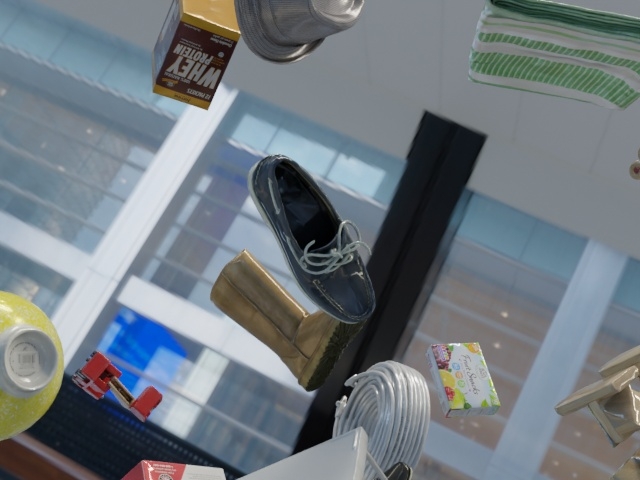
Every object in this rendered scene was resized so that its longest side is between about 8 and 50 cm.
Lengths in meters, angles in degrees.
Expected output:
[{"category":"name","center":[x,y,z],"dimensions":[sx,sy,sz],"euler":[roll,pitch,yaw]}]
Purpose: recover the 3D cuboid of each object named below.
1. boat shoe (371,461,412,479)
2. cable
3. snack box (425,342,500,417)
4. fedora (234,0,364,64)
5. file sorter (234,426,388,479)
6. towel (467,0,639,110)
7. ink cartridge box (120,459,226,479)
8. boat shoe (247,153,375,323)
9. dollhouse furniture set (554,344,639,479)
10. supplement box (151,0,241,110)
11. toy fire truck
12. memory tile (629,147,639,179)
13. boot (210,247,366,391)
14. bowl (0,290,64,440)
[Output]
[{"category":"boat shoe","center":[0.081,0.372,1.323],"dimensions":[0.042,0.133,0.049],"euler":[53,-14,-23]},{"category":"cable","center":[0.102,0.339,1.594],"dimensions":[0.089,0.257,0.257],"euler":[22,-32,-15]},{"category":"snack box","center":[0.263,0.258,1.683],"dimensions":[0.100,0.141,0.037],"euler":[0,-41,-17]},{"category":"fedora","center":[-0.013,-0.419,1.526],"dimensions":[0.124,0.275,0.243],"euler":[10,-68,32]},{"category":"file sorter","center":[-0.035,0.392,1.096],"dimensions":[0.278,0.193,0.173],"euler":[-28,-72,19]},{"category":"towel","center":[0.316,-0.232,1.161],"dimensions":[0.248,0.038,0.325],"euler":[13,-2,5]},{"category":"ink cartridge box","center":[-0.127,0.279,0.836],"dimensions":[0.099,0.135,0.056],"euler":[19,-52,-40]},{"category":"boat shoe","center":[0.000,0.000,1.166],"dimensions":[0.254,0.095,0.079],"euler":[62,-19,-10]},{"category":"dollhouse furniture set","center":[0.583,0.342,1.471],"dimensions":[0.362,0.394,0.256],"euler":[56,-38,9]},{"category":"supplement box","center":[-0.274,-0.425,1.973],"dimensions":[0.129,0.194,0.191],"euler":[16,32,-22]},{"category":"toy fire truck","center":[-0.340,0.245,1.506],"dimensions":[0.135,0.047,0.192],"euler":[42,-26,-6]},{"category":"memory tile","center":[0.657,-0.167,1.719],"dimensions":[0.012,0.148,0.113],"euler":[1,27,-44]},{"category":"boot","center":[-0.061,0.105,1.620],"dimensions":[0.269,0.236,0.089],"euler":[42,23,25]},{"category":"bowl","center":[-0.578,0.227,1.681],"dimensions":[0.156,0.289,0.289],"euler":[-11,-40,37]}]
